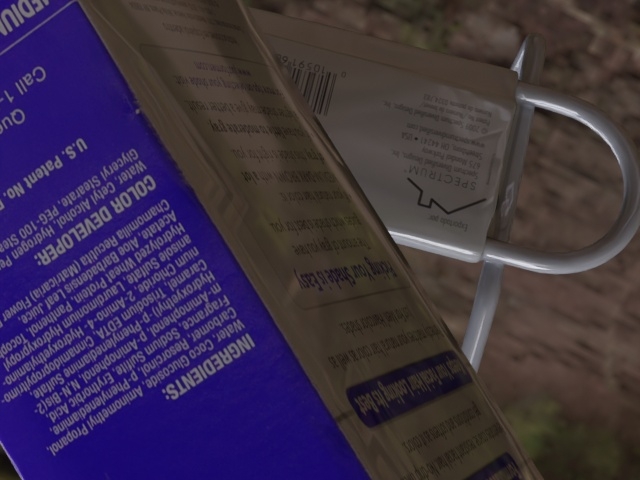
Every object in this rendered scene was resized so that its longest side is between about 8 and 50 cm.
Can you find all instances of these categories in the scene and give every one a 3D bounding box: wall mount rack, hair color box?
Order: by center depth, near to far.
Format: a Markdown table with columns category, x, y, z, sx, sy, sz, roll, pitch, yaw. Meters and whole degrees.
| category | x | y | z | sx | sy | sz | roll | pitch | yaw |
| --- | --- | --- | --- | --- | --- | --- | --- | --- | --- |
| hair color box | -0.017 | 0.060 | 0.662 | 0.339 | 0.110 | 0.185 | 57 | -165 | 8 |
| wall mount rack | 0.000 | 0.000 | 1.146 | 0.350 | 0.304 | 0.130 | 14 | 160 | -2 |
